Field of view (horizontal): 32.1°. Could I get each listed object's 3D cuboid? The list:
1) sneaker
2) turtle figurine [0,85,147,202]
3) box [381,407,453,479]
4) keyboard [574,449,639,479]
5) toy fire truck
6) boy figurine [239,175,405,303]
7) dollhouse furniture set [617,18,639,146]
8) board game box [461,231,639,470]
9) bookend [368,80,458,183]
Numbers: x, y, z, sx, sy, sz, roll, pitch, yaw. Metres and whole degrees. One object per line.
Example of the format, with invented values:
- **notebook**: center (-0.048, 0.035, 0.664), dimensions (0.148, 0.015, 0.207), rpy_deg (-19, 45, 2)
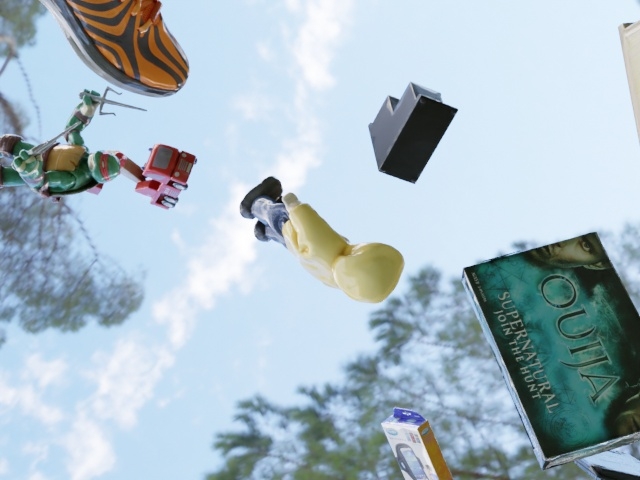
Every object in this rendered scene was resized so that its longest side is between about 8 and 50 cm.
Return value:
- **sneaker**: center (-0.229, -0.304, 1.308), dimensions (0.321, 0.180, 0.124), rpy_deg (43, -140, -36)
- **turtle figurine**: center (-0.331, -0.103, 1.356), dimensions (0.175, 0.234, 0.118), rpy_deg (-69, -26, -59)
- **box**: center (0.140, 0.307, 1.616), dimensions (0.028, 0.081, 0.136), rpy_deg (-35, -72, -33)
- **keyboard**: center (0.291, 0.222, 1.072), dimensions (0.108, 0.180, 0.023), rpy_deg (12, -91, 1)
- **toy fire truck**: center (-0.251, -0.094, 1.517), dimensions (0.135, 0.192, 0.047), rpy_deg (21, -109, -12)
- **boy figurine**: center (0.000, 0.000, 1.584), dimensions (0.092, 0.285, 0.177), rpy_deg (-46, -46, -16)
- **dollhouse furniture set**: center (0.589, -0.215, 1.270), dimensions (0.394, 0.256, 0.362), rpy_deg (-7, -96, -15)
- **board game box**: center (0.208, 0.086, 0.926), dimensions (0.126, 0.026, 0.186), rpy_deg (-16, -122, -6)
- **bookend**: center (0.154, -0.207, 1.896), dimensions (0.072, 0.156, 0.157), rpy_deg (18, -149, -18)
